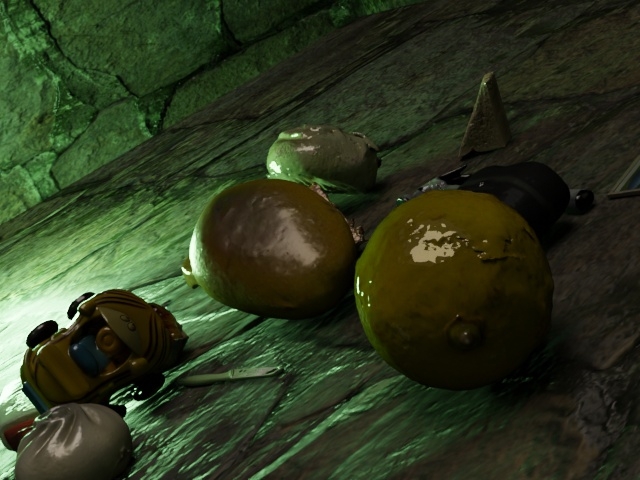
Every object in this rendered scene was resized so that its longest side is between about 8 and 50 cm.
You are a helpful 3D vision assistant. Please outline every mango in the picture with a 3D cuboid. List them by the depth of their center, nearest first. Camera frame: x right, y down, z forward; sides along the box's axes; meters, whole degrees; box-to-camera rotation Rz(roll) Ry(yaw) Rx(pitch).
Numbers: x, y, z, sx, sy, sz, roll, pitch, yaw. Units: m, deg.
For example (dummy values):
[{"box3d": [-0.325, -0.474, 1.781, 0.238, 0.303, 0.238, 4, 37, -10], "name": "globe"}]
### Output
[{"box3d": [-0.077, 0.019, 1.965, 0.253, 0.182, 0.365, -44, 33, -12], "name": "mango"}]

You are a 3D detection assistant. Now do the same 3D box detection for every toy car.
[{"box3d": [-0.339, 0.171, 1.807, 0.248, 0.200, 0.142, -40, -7, -37], "name": "toy car"}]

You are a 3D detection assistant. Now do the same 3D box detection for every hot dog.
[{"box3d": [-0.319, 0.172, 2.029, 0.162, 0.082, 0.270, -26, 17, -12], "name": "hot dog"}]

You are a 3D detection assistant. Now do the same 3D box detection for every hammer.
[{"box3d": [0.304, -0.074, 2.019, 0.152, 0.044, 0.427, -31, 20, -24], "name": "hammer"}]

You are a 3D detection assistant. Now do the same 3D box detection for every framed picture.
[{"box3d": [0.535, -0.110, 1.871, 0.109, 0.011, 0.149, -8, 23, 40], "name": "framed picture"}]

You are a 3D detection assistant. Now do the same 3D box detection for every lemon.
[{"box3d": [0.167, 0.059, 1.474, 0.260, 0.260, 0.284, -12, 22, 31], "name": "lemon"}]

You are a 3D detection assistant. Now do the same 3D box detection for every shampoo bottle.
[{"box3d": [-0.452, 0.287, 1.887, 0.153, 0.071, 0.284, -22, 20, -3], "name": "shampoo bottle"}]

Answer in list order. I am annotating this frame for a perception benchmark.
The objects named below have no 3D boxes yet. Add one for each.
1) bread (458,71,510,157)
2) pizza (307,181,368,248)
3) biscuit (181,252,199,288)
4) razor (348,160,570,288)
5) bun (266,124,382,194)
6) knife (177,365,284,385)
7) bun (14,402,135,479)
[{"box3d": [0.312, -0.251, 2.336, 0.105, 0.152, 0.077, -11, 21, 23], "name": "bread"}, {"box3d": [0.000, 0.000, 2.121, 0.193, 0.053, 0.201, 21, 69, 37], "name": "pizza"}, {"box3d": [-0.109, -0.001, 2.294, 0.287, 0.057, 0.344, -9, 22, 35], "name": "biscuit"}, {"box3d": [0.216, -0.001, 1.793, 0.349, 0.113, 0.204, -35, 20, -27], "name": "razor"}, {"box3d": [0.007, -0.167, 2.379, 0.239, 0.141, 0.239, 6, 0, 0], "name": "bun"}, {"box3d": [-0.142, 0.209, 1.808, 0.207, 0.014, 0.030, -9, 23, 34], "name": "knife"}, {"box3d": [-0.359, 0.295, 1.665, 0.173, 0.120, 0.173, -22, 16, 7], "name": "bun"}]
